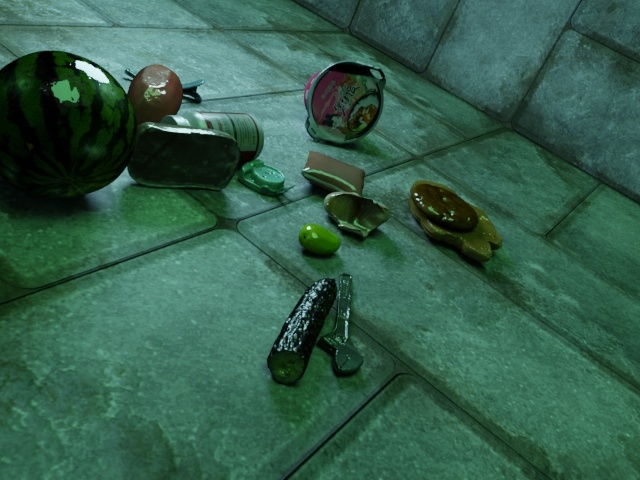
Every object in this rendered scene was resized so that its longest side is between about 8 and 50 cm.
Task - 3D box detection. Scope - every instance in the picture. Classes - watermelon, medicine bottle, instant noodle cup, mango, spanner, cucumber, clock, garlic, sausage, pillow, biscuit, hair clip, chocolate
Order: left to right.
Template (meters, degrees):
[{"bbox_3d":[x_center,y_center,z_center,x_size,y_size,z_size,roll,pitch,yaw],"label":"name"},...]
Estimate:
[{"bbox_3d":[-0.501,-0.217,1.197,0.285,0.285,0.285,18,31,-11],"label":"watermelon"},{"bbox_3d":[-0.432,-0.371,1.627,0.148,0.148,0.254,15,29,-16],"label":"sausage"},{"bbox_3d":[-0.460,-0.461,1.833,0.230,0.070,0.039,8,37,-13],"label":"hair clip"},{"bbox_3d":[-0.313,-0.201,1.414,0.254,0.157,0.080,2,41,-35],"label":"chocolate"},{"bbox_3d":[-0.271,-0.257,1.564,0.250,0.131,0.131,-8,44,-44],"label":"medicine bottle"},{"bbox_3d":[-0.133,-0.154,1.589,0.135,0.041,0.101,31,31,10],"label":"clock"},{"bbox_3d":[-0.023,0.151,1.168,0.072,0.072,0.300,26,30,3],"label":"cucumber"},{"bbox_3d":[0.000,0.000,1.431,0.108,0.056,0.073,5,41,-35],"label":"mango"},{"bbox_3d":[0.034,-0.176,1.710,0.179,0.075,0.171,22,30,-5],"label":"pillow"},{"bbox_3d":[0.053,-0.458,2.023,0.302,0.258,0.181,-31,27,-6],"label":"instant noodle cup"},{"bbox_3d":[0.048,0.155,1.255,0.093,0.026,0.325,22,29,-7],"label":"spanner"},{"bbox_3d":[0.093,-0.077,1.586,0.174,0.099,0.124,23,16,-2],"label":"garlic"},{"bbox_3d":[0.353,-0.097,1.757,0.212,0.036,0.212,19,31,-12],"label":"biscuit"},{"bbox_3d":[0.385,-0.057,1.799,0.269,0.051,0.376,8,34,-24],"label":"biscuit"}]
